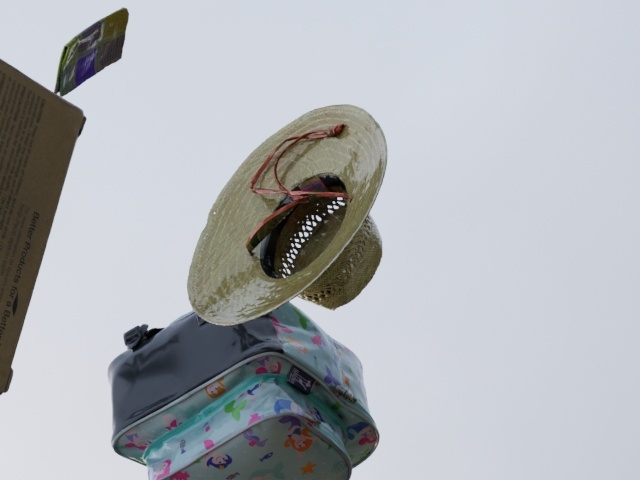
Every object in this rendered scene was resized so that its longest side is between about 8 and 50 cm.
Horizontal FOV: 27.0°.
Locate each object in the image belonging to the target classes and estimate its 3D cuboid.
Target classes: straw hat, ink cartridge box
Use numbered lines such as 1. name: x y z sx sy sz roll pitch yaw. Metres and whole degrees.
1. straw hat: 0.000 0.000 0.703 0.144 0.144 0.061 -43 -58 6
2. ink cartridge box: -0.288 -0.028 0.952 0.193 0.088 0.234 36 -121 -49

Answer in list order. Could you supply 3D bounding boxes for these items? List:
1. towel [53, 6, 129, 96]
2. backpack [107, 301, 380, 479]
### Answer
1. towel: -0.191 -0.159 1.120 0.083 0.009 0.060 -43 -19 -45
2. backpack: -0.064 0.183 1.367 0.225 0.191 0.253 -32 -38 19
